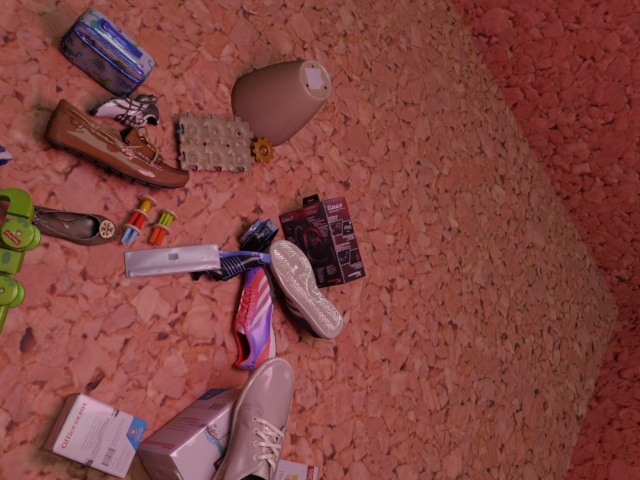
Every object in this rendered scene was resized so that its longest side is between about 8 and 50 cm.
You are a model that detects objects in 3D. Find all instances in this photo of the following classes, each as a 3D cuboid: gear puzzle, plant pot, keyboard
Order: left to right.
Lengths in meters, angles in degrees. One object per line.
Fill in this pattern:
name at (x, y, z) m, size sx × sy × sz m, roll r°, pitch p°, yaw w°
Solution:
keyboard at (-0.401, 0.054, 1.673) m, size 0.255 × 0.014 × 0.072 m, roll -5°, pitch 77°, yaw -24°
gear puzzle at (-0.286, -0.292, 1.877) m, size 0.338 × 0.044 × 0.176 m, roll -3°, pitch 89°, yaw -38°
plant pot at (-0.102, -0.459, 1.936) m, size 0.256 × 0.274 × 0.257 m, roll 11°, pitch 73°, yaw -39°

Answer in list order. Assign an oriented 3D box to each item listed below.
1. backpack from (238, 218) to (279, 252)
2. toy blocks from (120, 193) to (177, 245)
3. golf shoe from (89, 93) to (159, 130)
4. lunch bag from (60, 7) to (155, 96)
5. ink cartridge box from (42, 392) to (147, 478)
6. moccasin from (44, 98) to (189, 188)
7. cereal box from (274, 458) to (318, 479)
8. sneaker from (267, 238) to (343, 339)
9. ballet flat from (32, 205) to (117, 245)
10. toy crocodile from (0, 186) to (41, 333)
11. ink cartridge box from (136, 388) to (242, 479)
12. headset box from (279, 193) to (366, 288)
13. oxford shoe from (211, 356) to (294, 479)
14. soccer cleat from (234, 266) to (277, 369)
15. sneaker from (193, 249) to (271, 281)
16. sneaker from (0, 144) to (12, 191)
backpack at (-0.186, -0.017, 1.871) m, size 0.084 × 0.105 × 0.114 m, roll 44°, pitch 42°, yaw 0°
toy blocks at (-0.467, -0.032, 1.655) m, size 0.123 × 0.054 × 0.148 m, roll 38°, pitch 57°, yaw -29°
golf shoe at (-0.523, -0.344, 1.667) m, size 0.198 × 0.077 × 0.094 m, roll -20°, pitch 93°, yaw -41°
lunch bag at (-0.557, -0.487, 1.603) m, size 0.219 × 0.176 × 0.090 m, roll 40°, pitch 56°, yaw -29°
ink cartridge box at (-0.533, 0.464, 1.458) m, size 0.190 × 0.082 × 0.140 m, roll 36°, pitch 58°, yaw -29°
moccasin at (-0.513, -0.246, 1.607) m, size 0.379 × 0.139 × 0.147 m, roll 25°, pitch 90°, yaw -26°
cereal box at (-0.119, 0.730, 1.785) m, size 0.240 × 0.047 × 0.173 m, roll 25°, pitch 64°, yaw -35°
sneaker at (-0.076, 0.162, 1.900) m, size 0.131 × 0.148 × 0.350 m, roll -34°, pitch 97°, yaw -33°
ballet flat at (-0.621, -0.041, 1.517) m, size 0.249 × 0.058 × 0.084 m, roll 14°, pitch 71°, yaw -39°
toy crocodile at (-0.705, 0.051, 1.366) m, size 0.105 × 0.115 × 0.341 m, roll 14°, pitch 82°, yaw -14°
ink cartridge box at (-0.289, 0.540, 1.579) m, size 0.270 × 0.198 × 0.197 m, roll -33°, pitch 103°, yaw -40°
headset box at (0.000, 0.000, 1.953) m, size 0.110 × 0.218 × 0.294 m, roll -16°, pitch 90°, yaw -44°
oxford shoe at (-0.149, 0.500, 1.494) m, size 0.169 × 0.130 × 0.450 m, roll 38°, pitch 56°, yaw -28°
soccer cleat at (-0.202, 0.219, 1.802) m, size 0.116 × 0.108 × 0.319 m, roll 1°, pitch 81°, yaw -37°
sneaker at (-0.257, 0.075, 1.773) m, size 0.232 × 0.081 × 0.091 m, roll 1°, pitch 89°, yaw -15°
sneaker at (-0.779, -0.101, 1.357) m, size 0.130 × 0.111 × 0.297 m, roll 26°, pitch 65°, yaw -36°
